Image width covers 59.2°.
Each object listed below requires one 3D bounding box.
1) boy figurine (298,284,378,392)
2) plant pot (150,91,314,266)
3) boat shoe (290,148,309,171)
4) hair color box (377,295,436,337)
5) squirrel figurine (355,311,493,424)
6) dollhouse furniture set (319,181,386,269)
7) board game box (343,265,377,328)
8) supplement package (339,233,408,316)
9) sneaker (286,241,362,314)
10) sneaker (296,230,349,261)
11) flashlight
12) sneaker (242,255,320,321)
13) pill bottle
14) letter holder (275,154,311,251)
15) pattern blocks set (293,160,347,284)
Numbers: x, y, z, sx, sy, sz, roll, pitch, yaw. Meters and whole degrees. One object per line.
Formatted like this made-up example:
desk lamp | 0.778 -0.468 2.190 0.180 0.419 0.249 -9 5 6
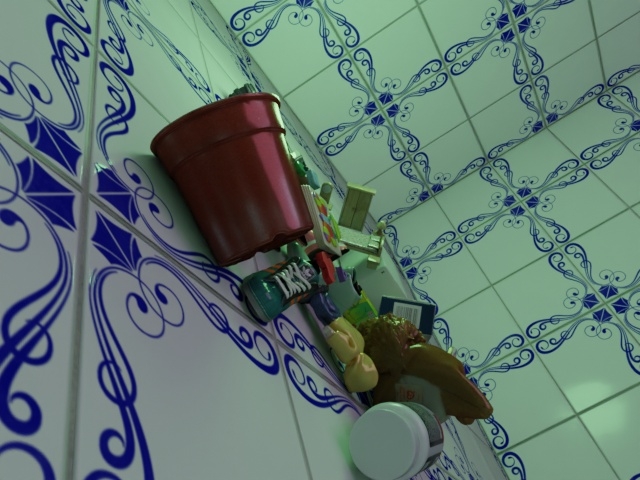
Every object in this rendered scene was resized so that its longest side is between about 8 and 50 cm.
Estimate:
boy figurine | 0.051 0.248 1.426 0.285 0.092 0.177 61 11 9
plant pot | -0.154 -0.105 1.105 0.272 0.273 0.264 -8 75 -78
boat shoe | -0.079 -0.236 2.084 0.158 0.127 0.340 52 9 -2
hair color box | 0.279 0.279 1.875 0.347 0.174 0.105 73 27 -71
squirrel figurine | 0.274 0.354 1.574 0.397 0.281 0.370 52 18 13
dollhouse furniture set | 0.099 -0.077 2.054 0.304 0.173 0.355 16 23 3
board game box | 0.096 0.184 1.798 0.181 0.092 0.043 58 12 -3
supplement package | 0.195 0.136 2.157 0.177 0.175 0.293 55 11 -22
sneaker | 0.017 0.085 1.566 0.255 0.151 0.094 59 12 14
sneaker | 0.000 0.000 1.832 0.136 0.116 0.314 59 11 15
flashlight | -0.224 -0.427 2.091 0.303 0.103 0.103 61 -16 -6
sneaker | -0.075 0.088 1.220 0.108 0.121 0.302 58 11 0
pill bottle | 0.168 0.436 1.233 0.161 0.161 0.283 63 12 24
letter holder | -0.099 -0.109 1.599 0.214 0.152 0.301 49 14 -49
pattern blocks set | 0.004 -0.047 1.434 0.285 0.026 0.324 4 66 -74
